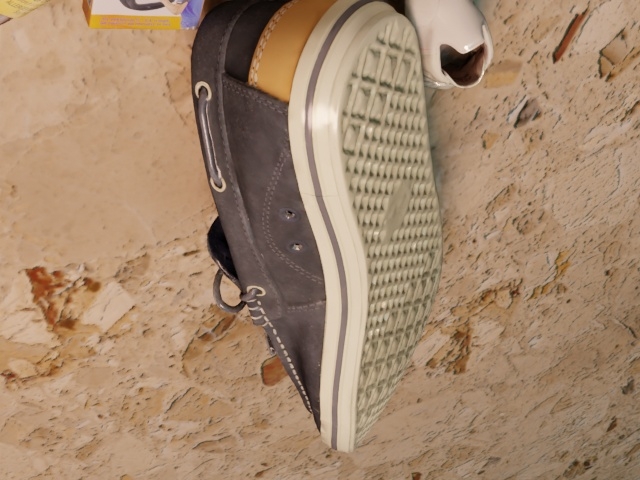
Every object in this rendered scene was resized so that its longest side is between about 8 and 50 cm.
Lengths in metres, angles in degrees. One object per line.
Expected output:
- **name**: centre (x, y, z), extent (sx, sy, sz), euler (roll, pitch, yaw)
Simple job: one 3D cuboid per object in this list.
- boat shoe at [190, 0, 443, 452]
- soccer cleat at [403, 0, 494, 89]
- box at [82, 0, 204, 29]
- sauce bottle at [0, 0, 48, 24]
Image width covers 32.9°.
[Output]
- **boat shoe**: centre (0.000, 0.000, 0.919), extent (0.187, 0.156, 0.500), euler (-54, 151, -32)
- **soccer cleat**: centre (0.100, -0.144, 0.841), extent (0.068, 0.076, 0.196), euler (-28, 166, 4)
- **box**: centre (-0.111, -0.203, 0.729), extent (0.081, 0.028, 0.136), euler (-5, 141, -24)
- **sauce bottle**: centre (-0.089, -0.238, 0.604), extent (0.344, 0.111, 0.111), euler (-28, 144, 14)
